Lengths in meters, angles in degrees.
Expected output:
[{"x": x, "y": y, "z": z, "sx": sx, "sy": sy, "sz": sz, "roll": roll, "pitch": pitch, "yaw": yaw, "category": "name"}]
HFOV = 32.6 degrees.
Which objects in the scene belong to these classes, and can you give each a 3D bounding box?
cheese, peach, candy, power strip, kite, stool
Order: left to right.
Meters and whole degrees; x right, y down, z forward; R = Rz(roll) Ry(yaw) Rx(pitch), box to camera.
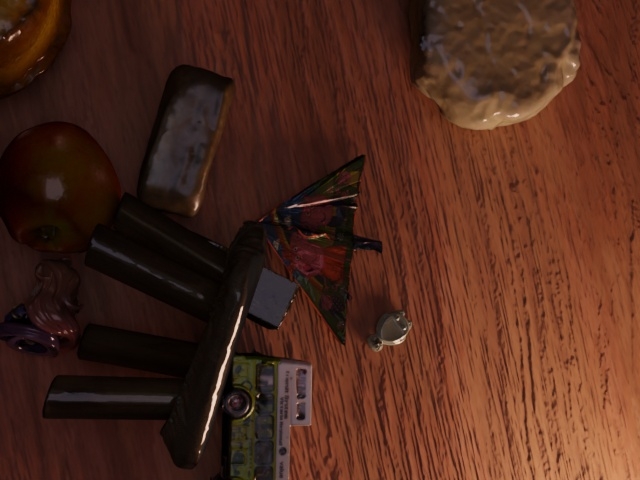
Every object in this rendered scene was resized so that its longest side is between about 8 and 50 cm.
[{"x": -0.388, "y": -0.083, "z": 1.606, "sx": 0.197, "sy": 0.197, "sz": 0.197, "roll": 1, "pitch": 85, "yaw": -13, "category": "peach"}, {"x": -0.219, "y": 0.112, "z": 1.501, "sx": 0.226, "sy": 0.310, "sz": 0.310, "roll": 16, "pitch": 104, "yaw": -5, "category": "stool"}, {"x": -0.210, "y": -0.154, "z": 1.689, "sx": 0.104, "sy": 0.102, "sz": 0.234, "roll": 17, "pitch": 84, "yaw": -12, "category": "candy"}, {"x": 0.000, "y": 0.000, "z": 1.739, "sx": 0.234, "sy": 0.016, "sz": 0.321, "roll": 13, "pitch": 74, "yaw": -26, "category": "kite"}, {"x": 0.112, "y": 0.148, "z": 1.776, "sx": 0.083, "sy": 0.035, "sz": 0.055, "roll": -37, "pitch": 94, "yaw": -16, "category": "power strip"}, {"x": 0.276, "y": -0.346, "z": 1.815, "sx": 0.326, "sy": 0.115, "sz": 0.318, "roll": 39, "pitch": 78, "yaw": -6, "category": "cheese"}]

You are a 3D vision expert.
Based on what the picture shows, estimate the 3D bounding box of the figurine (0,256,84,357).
[{"x": -0.397, "y": 0.102, "z": 1.620, "sx": 0.157, "sy": 0.114, "sz": 0.126, "roll": -59, "pitch": 144, "yaw": -19, "category": "figurine"}]

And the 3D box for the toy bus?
[{"x": -0.092, "y": 0.321, "z": 1.678, "sx": 0.139, "sy": 0.113, "sz": 0.301, "roll": 2, "pitch": 88, "yaw": -13, "category": "toy bus"}]

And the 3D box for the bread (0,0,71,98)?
[{"x": -0.551, "y": -0.384, "z": 1.571, "sx": 0.398, "sy": 0.215, "sz": 0.398, "roll": 3, "pitch": 80, "yaw": -16, "category": "bread"}]

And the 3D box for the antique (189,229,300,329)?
[{"x": -0.150, "y": 0.054, "z": 1.696, "sx": 0.221, "sy": 0.081, "sz": 0.080, "roll": 29, "pitch": 79, "yaw": -10, "category": "antique"}]

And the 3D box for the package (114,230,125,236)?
[{"x": -0.357, "y": -0.003, "z": 1.685, "sx": 0.110, "sy": 0.015, "sz": 0.037, "roll": 4, "pitch": 85, "yaw": -12, "category": "package"}]
